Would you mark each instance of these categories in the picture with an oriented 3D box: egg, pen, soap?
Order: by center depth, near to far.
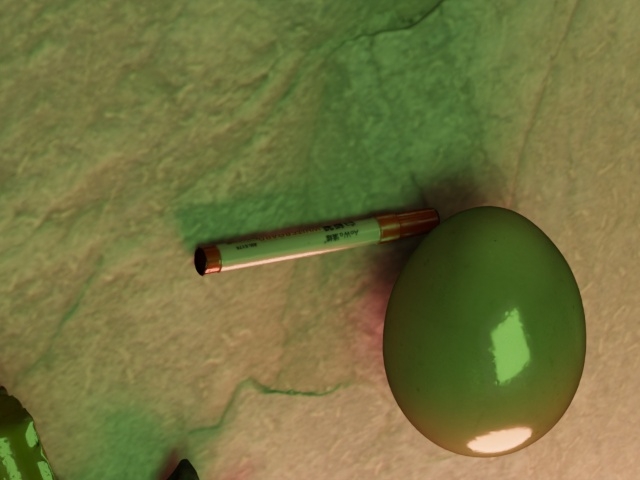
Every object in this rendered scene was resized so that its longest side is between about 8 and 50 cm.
[{"bbox_3d":[-0.245,0.247,1.407,0.076,0.135,0.233,-25,105,-16],"label":"soap"},{"bbox_3d":[0.000,0.000,1.513,0.239,0.028,0.028,-10,124,-25],"label":"pen"},{"bbox_3d":[0.152,0.084,1.550,0.188,0.188,0.254,-17,130,-21],"label":"egg"}]

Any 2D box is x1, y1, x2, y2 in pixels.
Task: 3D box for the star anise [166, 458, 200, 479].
[{"bbox_3d":[-0.145,0.337,1.590,0.282,0.129,0.212,-37,111,-8],"label":"star anise"}]
